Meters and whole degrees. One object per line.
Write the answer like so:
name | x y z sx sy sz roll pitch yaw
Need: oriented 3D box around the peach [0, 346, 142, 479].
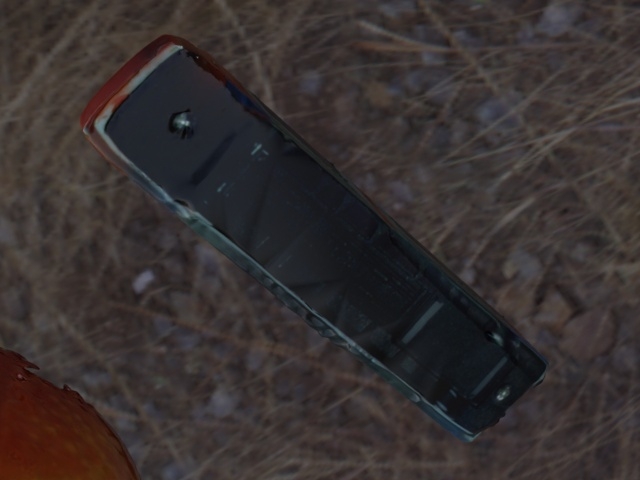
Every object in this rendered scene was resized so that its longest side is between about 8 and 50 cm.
peach | -0.157 0.143 0.550 0.231 0.231 0.231 6 103 26

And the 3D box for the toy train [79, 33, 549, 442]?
toy train | 0.000 0.000 1.066 0.086 0.409 0.089 -45 37 7
